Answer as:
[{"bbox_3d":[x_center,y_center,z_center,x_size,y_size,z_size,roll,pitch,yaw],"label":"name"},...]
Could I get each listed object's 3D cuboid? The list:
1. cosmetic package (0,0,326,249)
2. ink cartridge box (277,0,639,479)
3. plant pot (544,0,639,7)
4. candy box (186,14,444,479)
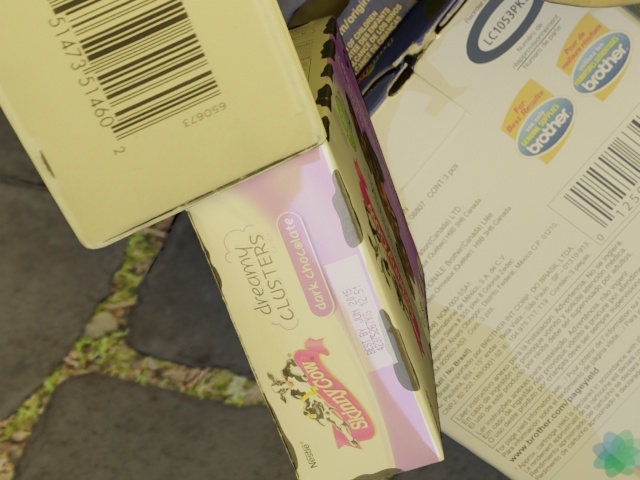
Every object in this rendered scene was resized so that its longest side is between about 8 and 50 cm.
[{"bbox_3d":[-0.113,-0.154,0.642,0.113,0.309,0.160,-25,129,-3],"label":"cosmetic package"},{"bbox_3d":[0.130,-0.023,0.876,0.395,0.151,0.270,35,108,-15],"label":"ink cartridge box"},{"bbox_3d":[0.082,-0.265,0.641,0.333,0.305,0.334,-10,126,-14],"label":"plant pot"},{"bbox_3d":[0.000,0.000,0.702,0.070,0.196,0.165,-17,112,9],"label":"candy box"}]
